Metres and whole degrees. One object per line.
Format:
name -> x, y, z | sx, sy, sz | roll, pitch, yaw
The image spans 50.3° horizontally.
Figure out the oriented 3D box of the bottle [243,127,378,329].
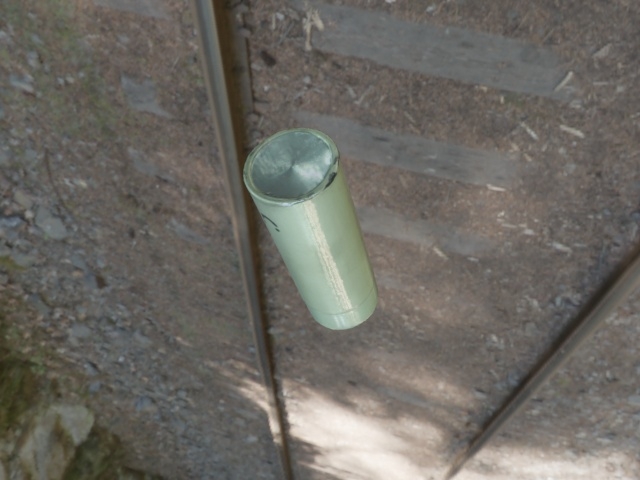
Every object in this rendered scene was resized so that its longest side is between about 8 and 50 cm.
bottle -> 0.000, 0.000, 0.563 | 0.072, 0.072, 0.201 | 7, 149, 19
